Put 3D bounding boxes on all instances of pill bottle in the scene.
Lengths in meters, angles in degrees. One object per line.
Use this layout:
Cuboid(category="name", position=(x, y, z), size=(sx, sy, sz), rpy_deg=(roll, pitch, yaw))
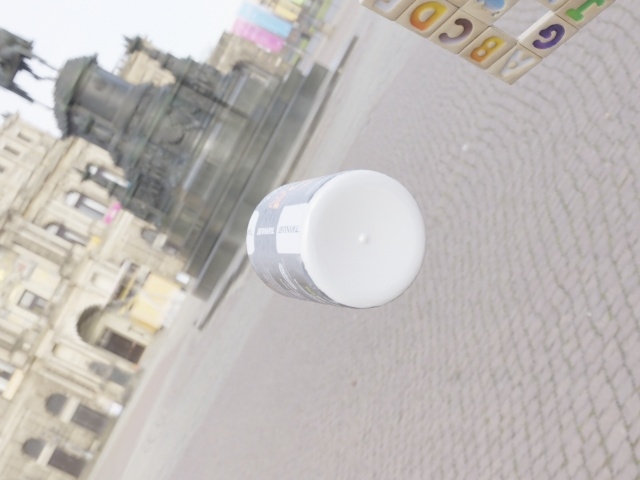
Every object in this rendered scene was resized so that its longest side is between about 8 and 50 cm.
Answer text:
Cuboid(category="pill bottle", position=(0.000, 0.000, 0.915), size=(0.131, 0.130, 0.245), rpy_deg=(-64, 18, -10))

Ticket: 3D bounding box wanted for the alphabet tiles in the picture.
Cuboid(category="alphabet tiles", position=(0.151, -0.221, 0.689), size=(0.198, 0.237, 0.009), rpy_deg=(-39, 51, 35))
